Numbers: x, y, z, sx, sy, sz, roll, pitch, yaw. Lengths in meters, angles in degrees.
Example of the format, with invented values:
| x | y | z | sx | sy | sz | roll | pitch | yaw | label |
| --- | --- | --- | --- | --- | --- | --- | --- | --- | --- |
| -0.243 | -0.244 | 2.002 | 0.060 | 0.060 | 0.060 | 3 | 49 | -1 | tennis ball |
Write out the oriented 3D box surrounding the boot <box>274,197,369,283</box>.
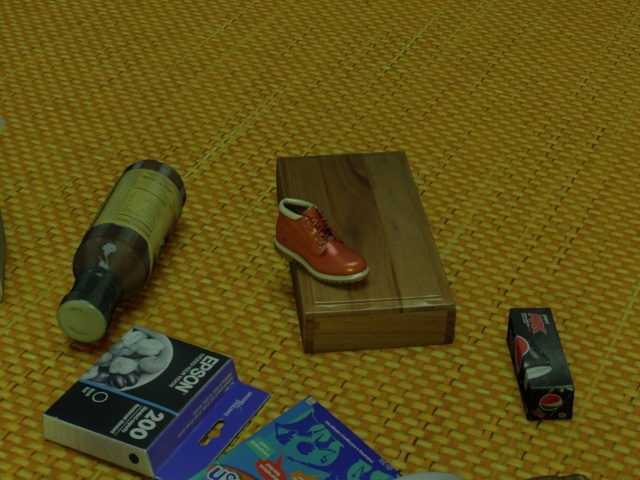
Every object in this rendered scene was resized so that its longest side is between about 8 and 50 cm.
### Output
| x | y | z | sx | sy | sz | roll | pitch | yaw | label |
| --- | --- | --- | --- | --- | --- | --- | --- | --- | --- |
| 0.000 | 0.000 | 1.785 | 0.158 | 0.085 | 0.059 | 26 | 40 | 31 | boot |

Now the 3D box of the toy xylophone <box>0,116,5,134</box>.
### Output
| x | y | z | sx | sy | sz | roll | pitch | yaw | label |
| --- | --- | --- | --- | --- | --- | --- | --- | --- | --- |
| -0.595 | -0.125 | 1.886 | 0.322 | 0.236 | 0.081 | 12 | 63 | -44 | toy xylophone |

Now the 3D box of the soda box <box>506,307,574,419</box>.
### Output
| x | y | z | sx | sy | sz | roll | pitch | yaw | label |
| --- | --- | --- | --- | --- | --- | --- | --- | --- | --- |
| 0.280 | 0.155 | 1.710 | 0.060 | 0.053 | 0.169 | -1 | 33 | -2 | soda box |

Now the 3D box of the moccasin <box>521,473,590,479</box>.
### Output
| x | y | z | sx | sy | sz | roll | pitch | yaw | label |
| --- | --- | --- | --- | --- | --- | --- | --- | --- | --- |
| 0.316 | 0.367 | 1.329 | 0.147 | 0.139 | 0.380 | -18 | 27 | -12 | moccasin |

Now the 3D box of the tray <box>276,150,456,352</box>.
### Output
| x | y | z | sx | sy | sz | roll | pitch | yaw | label |
| --- | --- | --- | --- | --- | --- | --- | --- | --- | --- |
| 0.055 | 0.002 | 1.923 | 0.203 | 0.076 | 0.411 | -3 | 33 | -6 | tray |

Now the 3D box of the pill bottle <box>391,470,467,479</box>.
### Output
| x | y | z | sx | sy | sz | roll | pitch | yaw | label |
| --- | --- | --- | --- | --- | --- | --- | --- | --- | --- |
| 0.142 | 0.374 | 1.271 | 0.169 | 0.169 | 0.301 | -12 | 35 | -18 | pill bottle |

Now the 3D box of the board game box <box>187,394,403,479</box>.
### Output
| x | y | z | sx | sy | sz | roll | pitch | yaw | label |
| --- | --- | --- | --- | --- | --- | --- | --- | --- | --- |
| -0.031 | 0.282 | 1.487 | 0.160 | 0.047 | 0.210 | 38 | 48 | 24 | board game box |

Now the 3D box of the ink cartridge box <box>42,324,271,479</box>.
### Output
| x | y | z | sx | sy | sz | roll | pitch | yaw | label |
| --- | --- | --- | --- | --- | --- | --- | --- | --- | --- |
| -0.198 | 0.201 | 1.643 | 0.208 | 0.045 | 0.206 | 17 | 36 | 21 | ink cartridge box |

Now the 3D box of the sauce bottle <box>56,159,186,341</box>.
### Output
| x | y | z | sx | sy | sz | roll | pitch | yaw | label |
| --- | --- | --- | --- | --- | --- | --- | --- | --- | --- |
| -0.281 | 0.014 | 1.868 | 0.111 | 0.111 | 0.344 | 7 | 35 | 9 | sauce bottle |

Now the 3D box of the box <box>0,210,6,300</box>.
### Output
| x | y | z | sx | sy | sz | roll | pitch | yaw | label |
| --- | --- | --- | --- | --- | --- | --- | --- | --- | --- |
| -0.563 | 0.005 | 1.859 | 0.232 | 0.127 | 0.148 | -5 | 33 | -8 | box |
